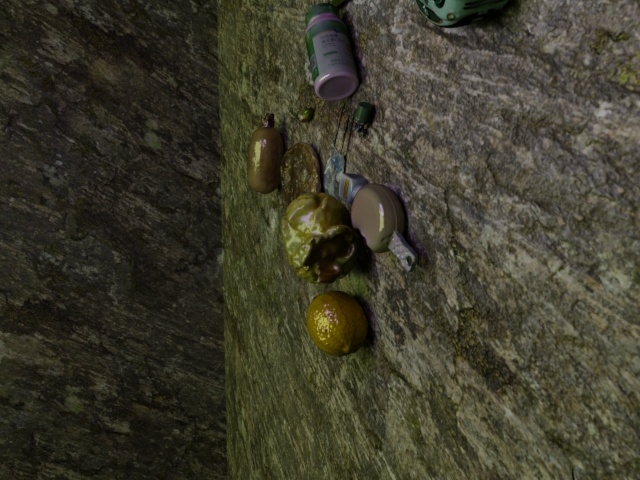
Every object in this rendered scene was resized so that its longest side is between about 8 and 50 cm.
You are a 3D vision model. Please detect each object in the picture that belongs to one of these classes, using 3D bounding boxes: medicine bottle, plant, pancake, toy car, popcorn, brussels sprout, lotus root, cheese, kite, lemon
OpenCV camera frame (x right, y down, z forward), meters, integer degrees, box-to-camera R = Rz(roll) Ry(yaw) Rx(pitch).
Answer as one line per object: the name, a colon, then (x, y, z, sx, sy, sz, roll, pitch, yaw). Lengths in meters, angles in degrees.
medicine bottle: (0.101, -0.144, 1.371, 0.118, 0.055, 0.074, -134, 49, -57)
plant: (0.115, -0.334, 1.332, 0.102, 0.051, 0.051, 103, 153, -42)
pancake: (-0.073, -0.191, 1.769, 0.356, 0.065, 0.356, 178, 90, -69)
toy car: (0.244, -0.498, 0.923, 0.125, 0.136, 0.306, 81, 169, -46)
popcorn: (0.000, 0.000, 1.359, 0.258, 0.224, 0.270, 58, -160, -72)
brussels sprout: (-0.056, -0.455, 1.726, 0.083, 0.046, 0.051, -173, 76, -66)
medicine bottle: (0.026, -0.566, 1.418, 0.133, 0.133, 0.274, 134, 130, -59)
lotus root: (-0.236, -0.367, 2.019, 0.169, 0.151, 0.343, -134, 44, -57)
cheese: (0.165, -0.026, 1.199, 0.286, 0.082, 0.163, -117, 32, -43)
kite: (0.051, -0.282, 1.529, 0.169, 0.015, 0.310, -128, 42, -55)
lemon: (0.048, 0.239, 1.381, 0.193, 0.180, 0.181, -147, 59, -63)

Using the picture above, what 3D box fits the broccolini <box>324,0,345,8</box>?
broccolini: (0.094, -0.703, 1.319, 0.392, 0.074, 0.079, -169, 85, -65)
